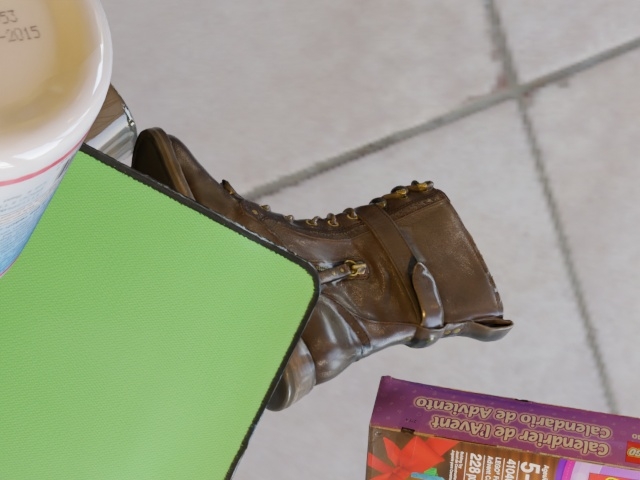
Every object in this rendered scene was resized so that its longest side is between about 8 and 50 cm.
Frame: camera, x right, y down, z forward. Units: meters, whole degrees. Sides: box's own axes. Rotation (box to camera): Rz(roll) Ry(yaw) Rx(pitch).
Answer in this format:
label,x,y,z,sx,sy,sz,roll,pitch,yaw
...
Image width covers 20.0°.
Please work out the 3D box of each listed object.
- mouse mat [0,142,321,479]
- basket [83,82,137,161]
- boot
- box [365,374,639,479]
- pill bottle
label,x,y,z,sx,sy,sz,roll,pitch,yaw
mouse mat,-0.101,0.043,0.744,0.190,0.007,0.152,29,86,-30
basket,-0.292,-0.051,1.466,0.227,0.204,0.154,-47,127,-24
boot,0.000,0.000,1.384,0.229,0.091,0.263,-23,72,-33
box,0.130,0.237,1.323,0.201,0.057,0.293,8,129,8
pill bottle,-0.126,-0.029,0.574,0.087,0.160,0.087,9,64,-18
